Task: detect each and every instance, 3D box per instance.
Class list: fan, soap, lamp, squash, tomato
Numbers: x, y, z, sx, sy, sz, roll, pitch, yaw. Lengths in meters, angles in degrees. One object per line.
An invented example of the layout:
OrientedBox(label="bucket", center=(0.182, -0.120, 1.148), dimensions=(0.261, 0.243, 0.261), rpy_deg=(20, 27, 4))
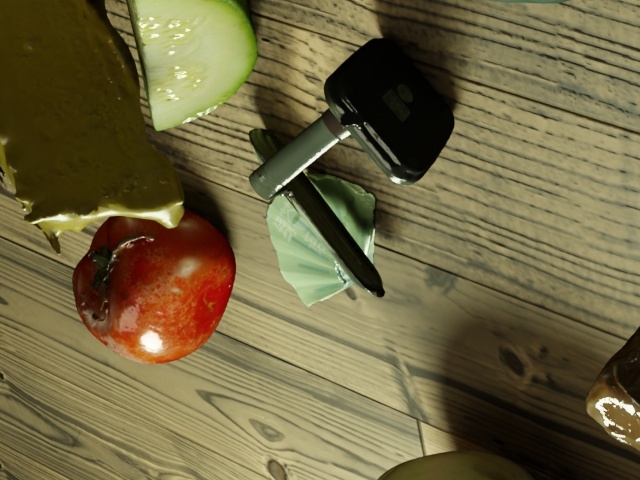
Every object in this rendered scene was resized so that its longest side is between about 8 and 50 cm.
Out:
OrientedBox(label="fan", center=(0.000, 0.000, 1.867), dimensions=(0.131, 0.009, 0.240), rpy_deg=(42, 148, 8))
OrientedBox(label="soap", center=(-0.263, -0.193, 1.698), dimensions=(0.338, 0.169, 0.304), rpy_deg=(52, 163, 45))
OrientedBox(label="lamp", center=(0.031, -0.044, 1.670), dimensions=(0.203, 0.124, 0.283), rpy_deg=(47, 148, -6))
OrientedBox(label="squash", center=(-0.114, -0.180, 1.678), dimensions=(0.203, 0.111, 0.288), rpy_deg=(-113, 11, -51))
OrientedBox(label="tomato", center=(-0.175, 0.036, 1.980), dimensions=(0.187, 0.151, 0.187), rpy_deg=(-11, 77, 58))

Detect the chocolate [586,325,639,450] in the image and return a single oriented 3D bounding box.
OrientedBox(label="chocolate", center=(0.339, 0.148, 1.527), dimensions=(0.214, 0.148, 0.093), rpy_deg=(40, 153, 10))

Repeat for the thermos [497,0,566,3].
OrientedBox(label="thermos", center=(0.144, -0.254, 1.305), dimensions=(0.286, 0.145, 0.182), rpy_deg=(8, 101, 41))

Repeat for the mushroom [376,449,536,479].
OrientedBox(label="mushroom", center=(0.168, 0.364, 1.812), dimensions=(0.325, 0.353, 0.353), rpy_deg=(32, 149, -7))
